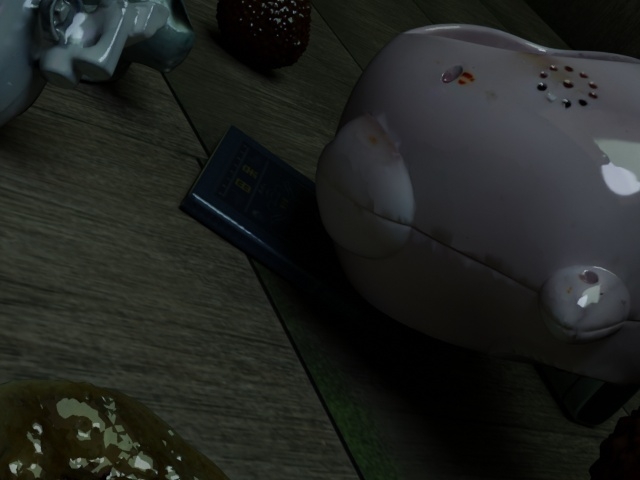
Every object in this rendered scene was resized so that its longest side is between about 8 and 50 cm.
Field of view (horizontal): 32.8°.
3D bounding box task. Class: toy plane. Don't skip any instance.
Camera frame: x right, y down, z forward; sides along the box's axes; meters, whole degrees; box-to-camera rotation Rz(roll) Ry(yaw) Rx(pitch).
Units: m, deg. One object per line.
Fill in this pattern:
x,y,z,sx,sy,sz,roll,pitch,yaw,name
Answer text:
-0.235,-0.189,0.858,0.244,0.245,0.117,50,-4,26,toy plane

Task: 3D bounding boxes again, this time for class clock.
0.194,-0.042,0.940,0.368,0.250,0.377,-1,25,-31,clock

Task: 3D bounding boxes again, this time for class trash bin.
0.287,0.111,1.159,0.059,0.116,0.130,23,27,-35,trash bin

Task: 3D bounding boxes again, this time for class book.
0.000,0.000,1.060,0.269,0.025,0.191,35,23,-8,book

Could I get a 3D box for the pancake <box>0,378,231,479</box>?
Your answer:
-0.105,0.178,0.551,0.282,0.049,0.282,32,26,-18,pancake

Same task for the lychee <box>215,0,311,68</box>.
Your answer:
-0.066,-0.278,1.359,0.129,0.123,0.123,45,21,-16,lychee

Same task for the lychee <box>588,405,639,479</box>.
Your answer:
0.340,0.231,0.823,0.276,0.276,0.304,22,62,-34,lychee

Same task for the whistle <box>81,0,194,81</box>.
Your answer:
-0.252,-0.320,1.100,0.188,0.168,0.404,19,30,-37,whistle
